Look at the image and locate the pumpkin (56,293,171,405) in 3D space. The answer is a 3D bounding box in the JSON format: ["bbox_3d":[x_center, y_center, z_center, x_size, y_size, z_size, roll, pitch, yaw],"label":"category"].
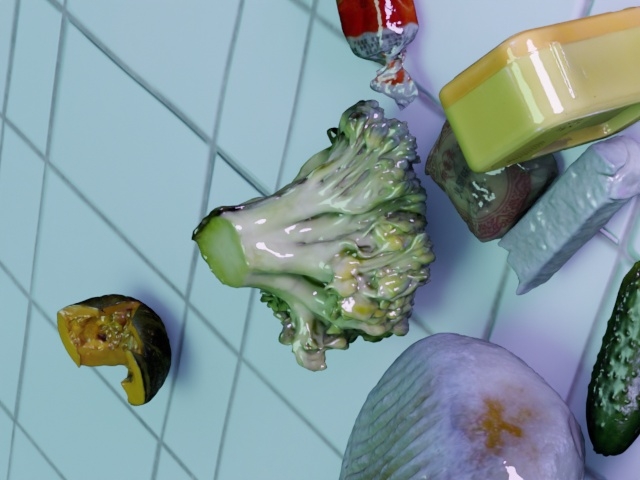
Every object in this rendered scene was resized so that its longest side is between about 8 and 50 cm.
[{"bbox_3d":[-0.265,0.139,2.345,0.183,0.107,0.119,36,136,31],"label":"pumpkin"}]

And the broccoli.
[{"bbox_3d":[0.000,0.000,1.829,0.248,0.245,0.288,10,113,58],"label":"broccoli"}]

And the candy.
[{"bbox_3d":[0.052,-0.281,1.819,0.086,0.059,0.292,-8,97,50],"label":"candy"}]

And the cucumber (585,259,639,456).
[{"bbox_3d":[0.299,0.108,1.636,0.069,0.069,0.227,34,123,42],"label":"cucumber"}]

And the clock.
[{"bbox_3d":[0.220,-0.138,1.530,0.143,0.202,0.096,-30,80,53],"label":"clock"}]

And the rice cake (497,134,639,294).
[{"bbox_3d":[0.246,-0.028,1.653,0.063,0.069,0.206,58,143,16],"label":"rice cake"}]

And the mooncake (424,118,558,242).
[{"bbox_3d":[0.170,-0.077,1.729,0.130,0.073,0.125,51,136,26],"label":"mooncake"}]

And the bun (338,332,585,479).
[{"bbox_3d":[0.146,0.277,1.744,0.362,0.211,0.362,-171,90,-71],"label":"bun"}]
